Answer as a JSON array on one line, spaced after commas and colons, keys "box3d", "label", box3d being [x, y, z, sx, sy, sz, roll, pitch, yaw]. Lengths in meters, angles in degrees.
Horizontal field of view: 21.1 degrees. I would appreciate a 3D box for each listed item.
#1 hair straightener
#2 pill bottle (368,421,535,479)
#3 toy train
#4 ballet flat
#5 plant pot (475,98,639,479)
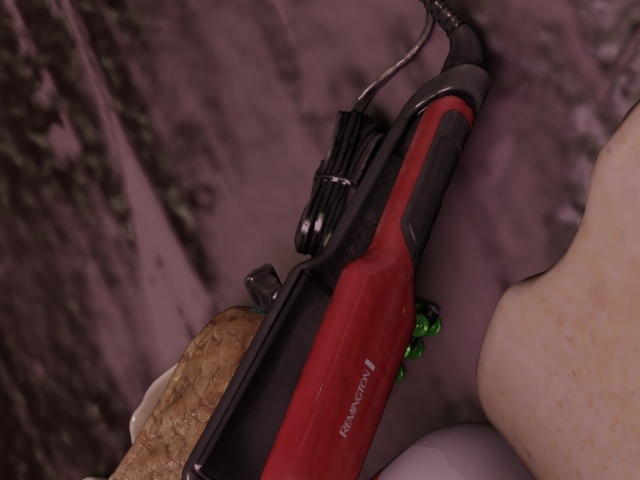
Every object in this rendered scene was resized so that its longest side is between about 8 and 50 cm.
[{"box3d": [0.000, 0.000, 0.633, 0.089, 0.047, 0.230, -6, 57, 44], "label": "hair straightener"}, {"box3d": [-0.002, 0.228, 0.631, 0.323, 0.181, 0.181, -44, 80, 17], "label": "pill bottle"}, {"box3d": [0.018, 0.055, 0.698, 0.023, 0.017, 0.083, 43, 107, 23], "label": "toy train"}, {"box3d": [-0.068, 0.109, 0.714, 0.206, 0.073, 0.067, -50, 48, 18], "label": "ballet flat"}, {"box3d": [0.224, 0.074, 0.491, 0.305, 0.334, 0.334, 47, 107, 22], "label": "plant pot"}]
